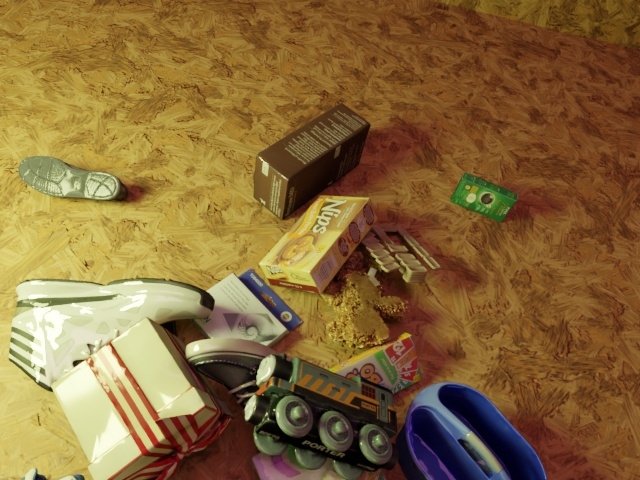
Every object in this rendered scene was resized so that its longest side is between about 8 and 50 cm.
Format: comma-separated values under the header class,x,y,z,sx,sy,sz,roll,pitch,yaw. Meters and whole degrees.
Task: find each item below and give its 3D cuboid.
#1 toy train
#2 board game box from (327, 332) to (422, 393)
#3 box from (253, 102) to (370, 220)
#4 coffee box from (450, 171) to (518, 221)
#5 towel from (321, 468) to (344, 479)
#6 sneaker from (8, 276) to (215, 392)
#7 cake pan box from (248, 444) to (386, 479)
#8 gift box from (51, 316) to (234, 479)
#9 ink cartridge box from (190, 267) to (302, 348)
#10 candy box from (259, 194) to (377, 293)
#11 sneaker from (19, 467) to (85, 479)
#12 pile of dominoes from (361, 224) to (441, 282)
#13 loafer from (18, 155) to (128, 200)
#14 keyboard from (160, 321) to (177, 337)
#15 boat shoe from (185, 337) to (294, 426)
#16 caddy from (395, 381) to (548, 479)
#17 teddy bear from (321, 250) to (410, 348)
class,x,y,z,sx,sy,sz,roll,pitch,yaw
toy train,0.010,0.348,0.998,0.334,0.142,0.190,25,38,-16
board game box,0.124,0.330,1.203,0.260,0.039,0.124,-19,101,-20
box,-0.025,-0.251,1.538,0.143,0.191,0.381,41,58,18
coffee box,0.530,-0.139,1.613,0.184,0.113,0.040,23,51,8
towel,0.088,0.605,0.957,0.282,0.049,0.187,34,59,4
sneaker,-0.471,0.226,1.129,0.448,0.169,0.257,0,69,-3
cake pan box,0.012,0.527,1.044,0.246,0.070,0.266,-19,70,-21
gift box,-0.348,0.340,0.980,0.255,0.276,0.258,-39,69,-7
ink cartridge box,-0.196,0.190,1.277,0.223,0.045,0.224,42,58,19
candy box,0.000,0.000,1.377,0.183,0.087,0.316,7,44,39
sneaker,-0.466,0.509,0.934,0.297,0.111,0.130,8,46,11
pile of dominoes,0.208,0.033,1.424,0.196,0.040,0.251,2,31,-26
loafer,-0.706,-0.165,1.426,0.303,0.095,0.108,13,83,4
keyboard,-0.525,0.196,1.222,0.318,0.033,0.201,-7,63,-16
boat shoe,-0.141,0.317,1.057,0.341,0.127,0.158,28,45,-44
caddy,0.326,0.480,1.085,0.241,0.179,0.341,-29,64,-28
teddy bear,0.110,0.153,1.340,0.245,0.113,0.337,2,46,-18
